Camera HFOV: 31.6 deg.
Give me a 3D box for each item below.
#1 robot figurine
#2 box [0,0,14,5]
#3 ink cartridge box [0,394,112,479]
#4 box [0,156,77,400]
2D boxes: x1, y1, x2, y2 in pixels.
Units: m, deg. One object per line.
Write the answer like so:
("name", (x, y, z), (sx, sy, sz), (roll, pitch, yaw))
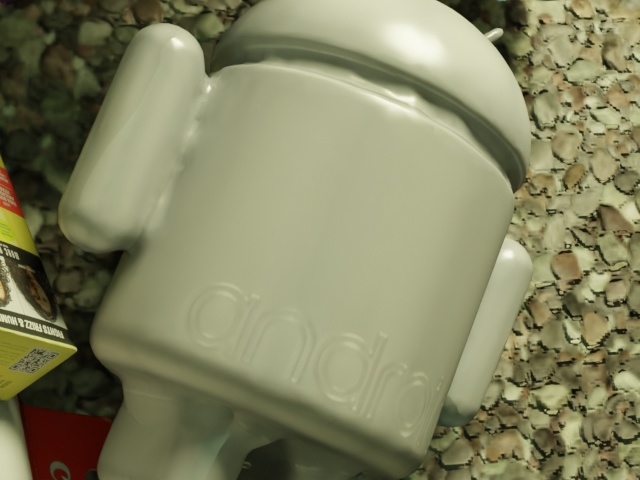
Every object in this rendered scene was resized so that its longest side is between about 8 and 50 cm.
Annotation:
("robot figurine", (0.000, 0.000, 0.653), (0.300, 0.199, 0.354), (30, 74, -31))
("box", (-0.081, -0.265, 0.679), (0.293, 0.201, 0.057), (-33, 88, -17))
("ink cartridge box", (-0.163, 0.123, 0.596), (0.179, 0.045, 0.145), (18, 33, -38))
("box", (-0.214, -0.028, 0.618), (0.058, 0.087, 0.232), (-35, 62, 14))
